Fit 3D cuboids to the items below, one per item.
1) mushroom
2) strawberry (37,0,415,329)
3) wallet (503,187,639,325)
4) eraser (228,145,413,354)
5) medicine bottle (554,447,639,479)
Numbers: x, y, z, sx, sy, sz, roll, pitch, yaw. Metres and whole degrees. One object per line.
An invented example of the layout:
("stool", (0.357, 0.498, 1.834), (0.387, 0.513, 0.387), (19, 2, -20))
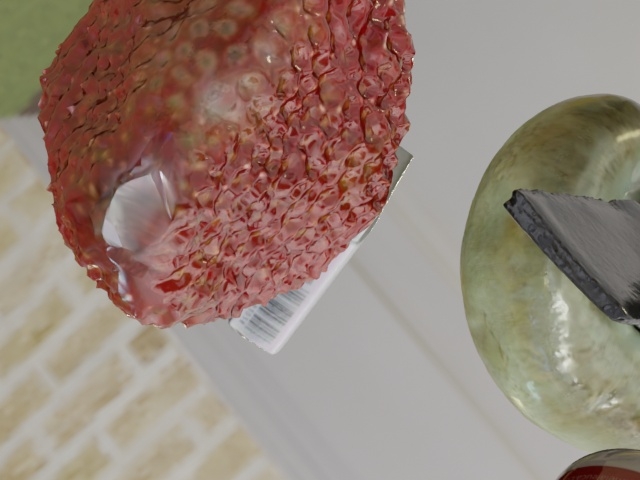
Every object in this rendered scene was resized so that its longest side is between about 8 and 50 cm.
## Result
("mushroom", (0.295, 0.030, 1.626), (0.352, 0.352, 0.260), (-32, -169, -36))
("strawberry", (-0.078, -0.089, 1.208), (0.351, 0.267, 0.312), (-51, 163, -59))
("wallet", (0.221, 0.015, 1.220), (0.025, 0.124, 0.244), (-50, 157, 19))
("eraser", (0.000, 0.000, 1.623), (0.210, 0.068, 0.124), (-53, -179, 31))
("medicine bottle", (0.138, 0.237, 0.920), (0.250, 0.131, 0.131), (-50, 178, -37))
